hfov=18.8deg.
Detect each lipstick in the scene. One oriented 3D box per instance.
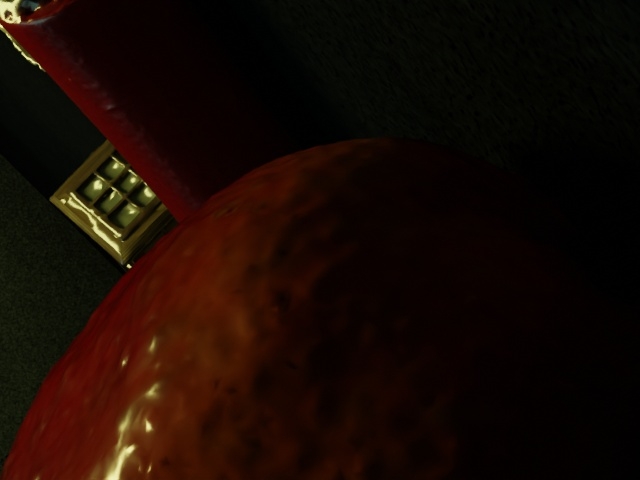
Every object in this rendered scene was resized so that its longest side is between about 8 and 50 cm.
[{"bbox_3d":[-0.059,-0.054,0.900,0.080,0.080,0.241,36,168,49],"label":"lipstick"}]

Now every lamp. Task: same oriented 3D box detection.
[{"bbox_3d":[-0.078,0.036,1.425,0.090,0.089,0.325,39,171,32],"label":"lamp"}]

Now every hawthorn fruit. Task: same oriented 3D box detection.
[{"bbox_3d":[0.008,0.121,0.645,0.265,0.307,0.265,37,-169,-9],"label":"hawthorn fruit"}]

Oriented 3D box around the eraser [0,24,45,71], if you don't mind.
[{"bbox_3d":[-0.137,-0.128,0.988,0.172,0.058,0.117,39,171,33],"label":"eraser"}]
